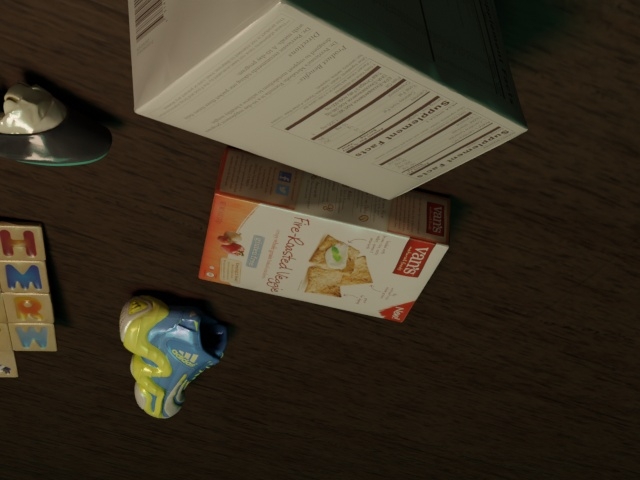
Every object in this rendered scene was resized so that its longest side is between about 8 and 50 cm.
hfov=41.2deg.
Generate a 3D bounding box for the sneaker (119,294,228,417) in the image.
[{"bbox_3d":[-0.179,0.163,1.112,0.126,0.091,0.240,2,142,6],"label":"sneaker"}]

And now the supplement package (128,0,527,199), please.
[{"bbox_3d":[0.009,-0.135,0.579,0.134,0.138,0.244,-26,151,38],"label":"supplement package"}]

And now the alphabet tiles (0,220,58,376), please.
[{"bbox_3d":[-0.471,0.059,1.020,0.285,0.011,0.342,2,134,-8],"label":"alphabet tiles"}]

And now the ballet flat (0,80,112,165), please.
[{"bbox_3d":[-0.296,-0.114,0.781,0.203,0.074,0.074,8,144,4],"label":"ballet flat"}]

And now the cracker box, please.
[{"bbox_3d":[0.000,0.000,0.878,0.233,0.067,0.155,12,144,-6],"label":"cracker box"}]
